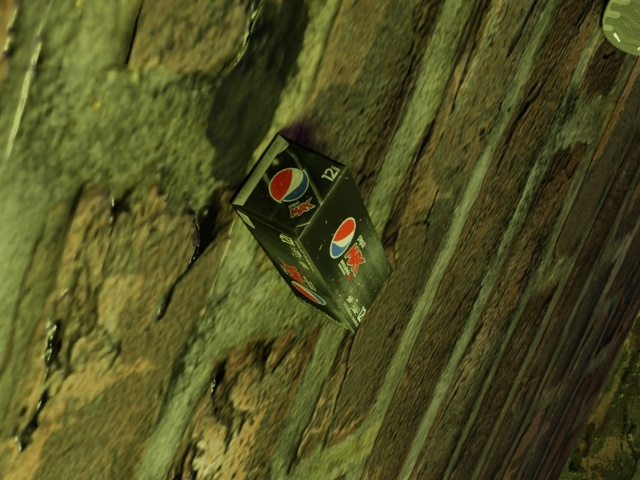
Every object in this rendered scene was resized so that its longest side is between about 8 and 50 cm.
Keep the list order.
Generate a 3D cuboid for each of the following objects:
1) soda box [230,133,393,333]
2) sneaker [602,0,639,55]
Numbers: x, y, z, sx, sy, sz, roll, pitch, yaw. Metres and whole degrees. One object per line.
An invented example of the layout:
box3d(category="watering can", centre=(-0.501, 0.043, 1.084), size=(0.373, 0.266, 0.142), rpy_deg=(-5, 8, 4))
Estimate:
box3d(category="soda box", centre=(0.000, 0.000, 0.673), size=(0.060, 0.053, 0.169), rpy_deg=(-57, 156, -14))
box3d(category="sneaker", centre=(0.388, -0.333, 1.046), size=(0.281, 0.105, 0.115), rpy_deg=(-57, 180, 38))
